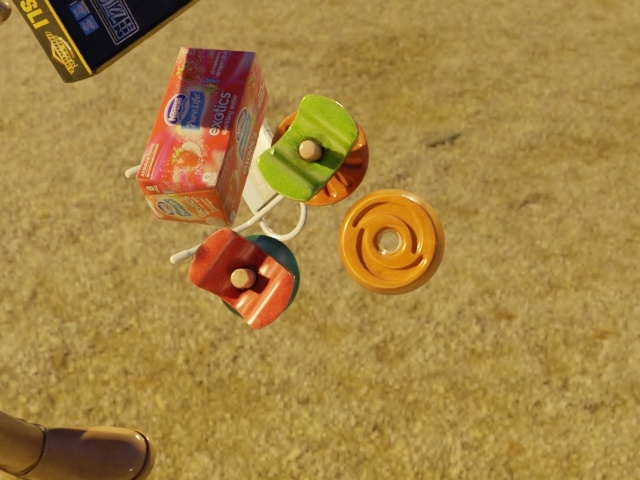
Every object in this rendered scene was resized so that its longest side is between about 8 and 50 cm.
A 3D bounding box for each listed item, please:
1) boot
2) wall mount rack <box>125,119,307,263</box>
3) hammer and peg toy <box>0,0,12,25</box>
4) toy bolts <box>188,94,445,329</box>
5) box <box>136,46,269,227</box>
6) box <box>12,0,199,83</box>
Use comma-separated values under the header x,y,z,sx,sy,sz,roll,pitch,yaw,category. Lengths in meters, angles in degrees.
x,y,z,sx,sy,sz,roll,pitch,yaw,category
-0.357,0.233,1.195,0.236,0.269,0.089,-9,61,19,boot
-0.189,-0.126,1.921,0.130,0.304,0.350,5,51,-58,wall mount rack
-0.443,-0.282,1.143,0.127,0.361,0.266,41,-5,-3,hammer and peg toy
0.000,0.000,1.028,0.218,0.228,0.158,42,4,7,toy bolts
-0.175,-0.160,1.561,0.128,0.122,0.256,7,61,13,box
-0.340,-0.421,1.435,0.079,0.322,0.257,-6,31,44,box
